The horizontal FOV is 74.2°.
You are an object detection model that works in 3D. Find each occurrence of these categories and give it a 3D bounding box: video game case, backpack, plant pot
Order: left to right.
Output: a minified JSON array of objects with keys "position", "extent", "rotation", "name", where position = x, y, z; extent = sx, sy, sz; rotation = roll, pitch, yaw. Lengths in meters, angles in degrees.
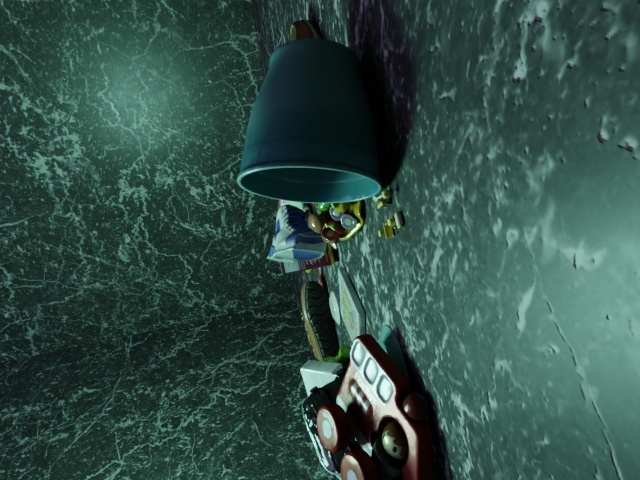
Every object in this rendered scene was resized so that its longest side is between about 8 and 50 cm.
[{"position":[-0.015,-0.225,0.815],"extent":[0.271,0.271,0.255],"rotation":[141,133,-80],"name":"plant pot"},{"position":[0.100,0.233,1.356],"extent":[0.227,0.026,0.206],"rotation":[-113,15,-55],"name":"video game case"},{"position":[0.089,0.513,1.145],"extent":[0.191,0.225,0.253],"rotation":[58,180,-35],"name":"backpack"}]

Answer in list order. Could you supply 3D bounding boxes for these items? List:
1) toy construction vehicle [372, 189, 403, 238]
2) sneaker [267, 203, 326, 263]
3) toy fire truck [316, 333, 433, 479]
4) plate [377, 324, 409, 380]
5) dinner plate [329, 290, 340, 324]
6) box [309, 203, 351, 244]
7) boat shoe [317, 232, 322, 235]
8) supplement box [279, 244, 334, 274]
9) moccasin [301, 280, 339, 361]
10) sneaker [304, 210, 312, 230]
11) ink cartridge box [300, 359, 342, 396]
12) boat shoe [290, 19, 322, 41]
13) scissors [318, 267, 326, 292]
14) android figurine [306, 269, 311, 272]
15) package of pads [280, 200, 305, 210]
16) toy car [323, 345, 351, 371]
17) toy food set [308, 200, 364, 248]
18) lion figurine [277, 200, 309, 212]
[{"position":[0.123,-0.048,0.810],"extent":[0.098,0.035,0.086],"rotation":[136,122,-80],"name":"toy construction vehicle"},{"position":[-0.086,-0.031,1.314],"extent":[0.315,0.127,0.182],"rotation":[164,114,-68],"name":"sneaker"},{"position":[0.129,0.384,0.901],"extent":[0.302,0.169,0.254],"rotation":[48,131,51],"name":"toy fire truck"},{"position":[0.166,0.295,1.002],"extent":[0.188,0.024,0.188],"rotation":[169,90,-82],"name":"plate"},{"position":[0.056,0.279,1.741],"extent":[0.141,0.017,0.141],"rotation":[168,90,-80],"name":"dinner plate"},{"position":[0.013,-0.177,1.232],"extent":[0.242,0.076,0.308],"rotation":[-117,19,-61],"name":"box"},{"position":[-0.002,0.000,1.632],"extent":[0.153,0.056,0.048],"rotation":[97,161,-55],"name":"boat shoe"},{"position":[-0.047,0.063,1.504],"extent":[0.104,0.188,0.081],"rotation":[-14,-88,-88],"name":"supplement box"},{"position":[-0.009,0.367,1.891],"extent":[0.147,0.139,0.380],"rotation":[-9,102,65],"name":"moccasin"},{"position":[-0.047,-0.020,1.718],"extent":[0.299,0.111,0.121],"rotation":[89,167,-51],"name":"sneaker"},{"position":[0.083,0.550,1.393],"extent":[0.261,0.066,0.297],"rotation":[-4,107,38],"name":"ink cartridge box"},{"position":[-0.048,-0.462,1.123],"extent":[0.123,0.119,0.324],"rotation":[94,162,-60],"name":"boat shoe"},{"position":[-0.003,0.139,1.927],"extent":[0.109,0.021,0.297],"rotation":[-120,20,-70],"name":"scissors"},{"position":[-0.091,0.053,2.286],"extent":[0.273,0.056,0.248],"rotation":[99,158,-65],"name":"android figurine"},{"position":[-0.107,-0.282,1.646],"extent":[0.229,0.101,0.297],"rotation":[-77,-17,-64],"name":"package of pads"},{"position":[0.098,0.498,1.484],"extent":[0.188,0.148,0.155],"rotation":[43,144,30],"name":"toy car"},{"position":[0.026,-0.052,1.077],"extent":[0.128,0.071,0.218],"rotation":[55,143,11],"name":"toy food set"},{"position":[-0.146,-0.201,2.065],"extent":[0.392,0.142,0.240],"rotation":[-105,16,-51],"name":"lion figurine"}]
